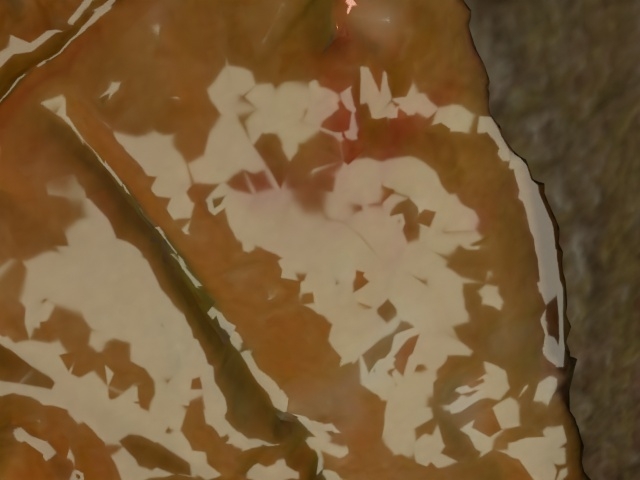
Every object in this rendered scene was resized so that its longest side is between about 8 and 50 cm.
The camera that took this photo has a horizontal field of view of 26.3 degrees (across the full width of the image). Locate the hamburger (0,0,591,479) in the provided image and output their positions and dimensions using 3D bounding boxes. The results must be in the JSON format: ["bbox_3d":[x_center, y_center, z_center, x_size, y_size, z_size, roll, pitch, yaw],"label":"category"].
[{"bbox_3d":[-0.059,-0.007,0.384,0.209,0.162,0.330,-21,110,-10],"label":"hamburger"}]
